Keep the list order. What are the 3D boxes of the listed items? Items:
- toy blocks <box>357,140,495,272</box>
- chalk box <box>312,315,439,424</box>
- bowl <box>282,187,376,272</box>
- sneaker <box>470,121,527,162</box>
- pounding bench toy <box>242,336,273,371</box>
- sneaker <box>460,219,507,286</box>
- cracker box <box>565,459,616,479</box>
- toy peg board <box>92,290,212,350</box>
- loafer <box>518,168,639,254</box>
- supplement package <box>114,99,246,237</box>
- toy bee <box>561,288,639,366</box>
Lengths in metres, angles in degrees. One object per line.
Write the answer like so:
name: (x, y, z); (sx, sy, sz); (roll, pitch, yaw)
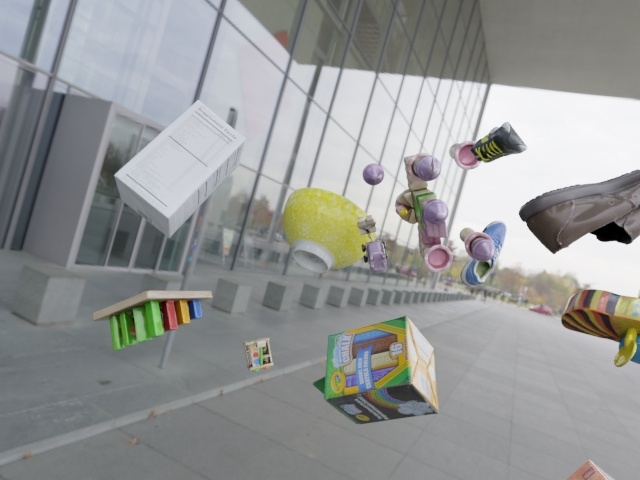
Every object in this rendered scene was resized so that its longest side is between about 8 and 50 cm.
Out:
toy blocks: (0.236, -0.060, 1.075); (0.308, 0.289, 0.260); (-10, 14, 5)
chalk box: (0.124, 0.335, 1.173); (0.288, 0.179, 0.180); (-18, -47, 26)
bowl: (0.000, 0.000, 1.360); (0.289, 0.156, 0.289); (21, -29, 12)
sneaker: (0.161, -0.084, 0.427); (0.031, 0.035, 0.083); (52, 13, -1)
pounding bench toy: (-0.129, 0.243, 0.988); (0.052, 0.065, 0.083); (-9, -6, -17)
sneaker: (0.483, 0.040, 1.341); (0.080, 0.211, 0.081); (26, -3, -6)
cracker box: (0.619, 0.605, 1.028); (0.232, 0.156, 0.067); (38, 11, -17)
toy peg board: (-0.317, 0.156, 0.907); (0.161, 0.079, 0.160); (-21, -16, 27)
loafer: (0.579, -0.053, 0.913); (0.365, 0.130, 0.134); (-14, -14, 2)
supplement package: (-0.292, -0.151, 1.002); (0.139, 0.244, 0.134); (40, -24, -2)
toy bee: (0.600, 0.138, 0.830); (0.298, 0.195, 0.162); (1, -41, 20)
